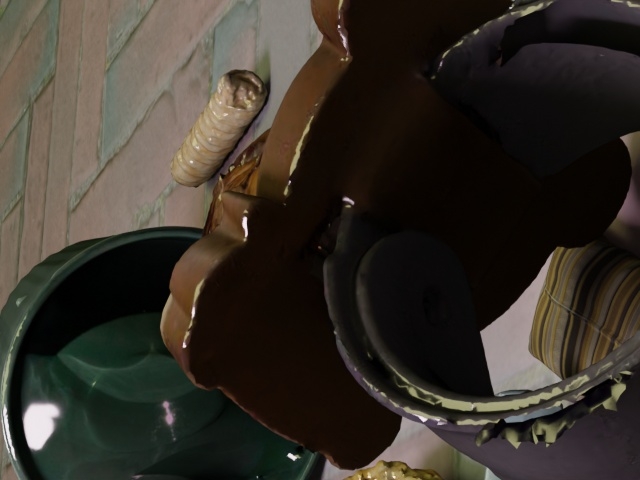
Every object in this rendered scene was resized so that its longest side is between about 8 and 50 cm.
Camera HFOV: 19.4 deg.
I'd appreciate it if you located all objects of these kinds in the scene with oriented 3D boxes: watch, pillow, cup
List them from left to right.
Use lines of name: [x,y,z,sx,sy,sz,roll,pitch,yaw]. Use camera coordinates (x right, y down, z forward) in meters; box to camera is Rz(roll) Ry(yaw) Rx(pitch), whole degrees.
cup: [-0.189,0.178,1.880,0.392,0.310,0.401,-170,91,-74]
watch: [0.126,0.020,1.106,0.327,0.314,0.335,30,84,47]
pillow: [0.199,0.062,1.269,0.203,0.038,0.113,-138,63,-65]

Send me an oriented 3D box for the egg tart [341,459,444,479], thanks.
egg tart: [0.043,0.272,1.463,0.212,0.090,0.212,-40,26,24]

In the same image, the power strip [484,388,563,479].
power strip: [0.128,0.219,1.271,0.167,0.054,0.253,88,-169,-47]

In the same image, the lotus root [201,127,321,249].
lotus root: [0.000,0.000,1.588,0.272,0.192,0.272,-175,90,-77]

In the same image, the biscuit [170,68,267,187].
biscuit: [-0.123,-0.125,2.160,0.219,0.061,0.055,131,143,-53]
